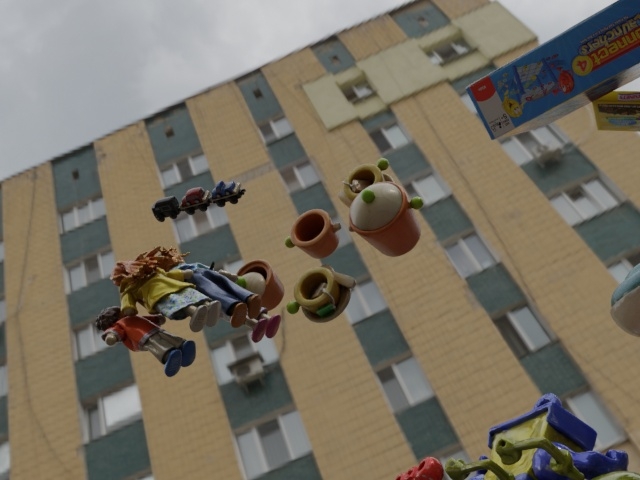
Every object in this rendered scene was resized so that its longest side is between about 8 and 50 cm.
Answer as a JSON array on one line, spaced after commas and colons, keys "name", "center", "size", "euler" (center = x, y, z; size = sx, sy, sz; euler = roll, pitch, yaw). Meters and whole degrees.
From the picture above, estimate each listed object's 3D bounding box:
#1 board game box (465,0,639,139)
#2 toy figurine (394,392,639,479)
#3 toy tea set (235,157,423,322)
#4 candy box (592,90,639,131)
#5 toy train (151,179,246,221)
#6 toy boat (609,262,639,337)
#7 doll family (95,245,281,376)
[{"name": "board game box", "center": [0.407, -0.264, 1.268], "size": [0.302, 0.086, 0.308], "euler": [-28, -4, 30]}, {"name": "toy figurine", "center": [0.200, 0.213, 0.851], "size": [0.191, 0.217, 0.362], "euler": [40, -40, -3]}, {"name": "toy tea set", "center": [0.000, 0.000, 1.321], "size": [0.336, 0.200, 0.124], "euler": [-43, -46, -1]}, {"name": "candy box", "center": [0.563, -0.213, 1.431], "size": [0.206, 0.027, 0.105], "euler": [6, -17, 26]}, {"name": "toy train", "center": [-0.180, -0.060, 1.251], "size": [0.158, 0.027, 0.036], "euler": [-12, -56, 25]}, {"name": "toy boat", "center": [0.624, 0.043, 1.358], "size": [0.267, 0.148, 0.318], "euler": [4, -33, -31]}, {"name": "doll family", "center": [-0.170, 0.064, 1.097], "size": [0.263, 0.163, 0.118], "euler": [-12, -60, -55]}]
